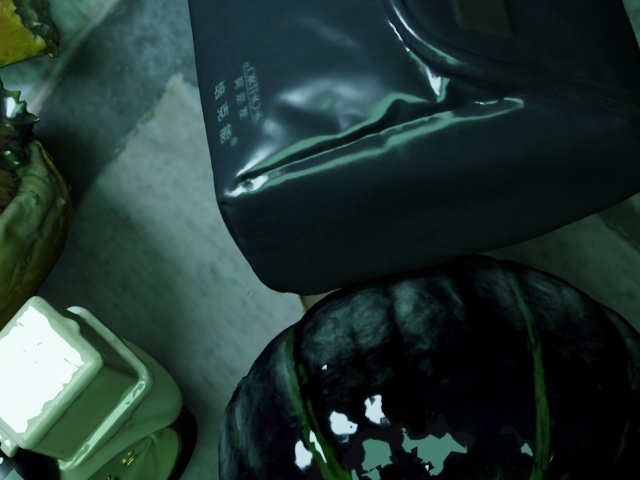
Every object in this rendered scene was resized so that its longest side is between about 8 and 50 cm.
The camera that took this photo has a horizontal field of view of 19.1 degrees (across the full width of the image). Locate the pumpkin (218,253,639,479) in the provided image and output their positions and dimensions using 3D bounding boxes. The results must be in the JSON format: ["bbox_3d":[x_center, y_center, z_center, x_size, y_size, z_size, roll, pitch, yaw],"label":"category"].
[{"bbox_3d":[0.080,0.129,1.185,0.296,0.296,0.295,1,94,10],"label":"pumpkin"}]

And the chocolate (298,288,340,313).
[{"bbox_3d":[0.000,0.000,1.283,0.064,0.031,0.100,-27,89,0],"label":"chocolate"}]

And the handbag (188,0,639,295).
[{"bbox_3d":[0.058,-0.143,1.131,0.275,0.178,0.301,-18,52,12],"label":"handbag"}]

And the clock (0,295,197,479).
[{"bbox_3d":[-0.241,0.211,1.209,0.120,0.276,0.379,39,87,21],"label":"clock"}]

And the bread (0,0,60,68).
[{"bbox_3d":[-0.300,-0.179,1.286,0.380,0.109,0.185,-17,91,9],"label":"bread"}]

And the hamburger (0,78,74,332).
[{"bbox_3d":[-0.272,0.040,1.232,0.132,0.211,0.309,40,89,-11],"label":"hamburger"}]
